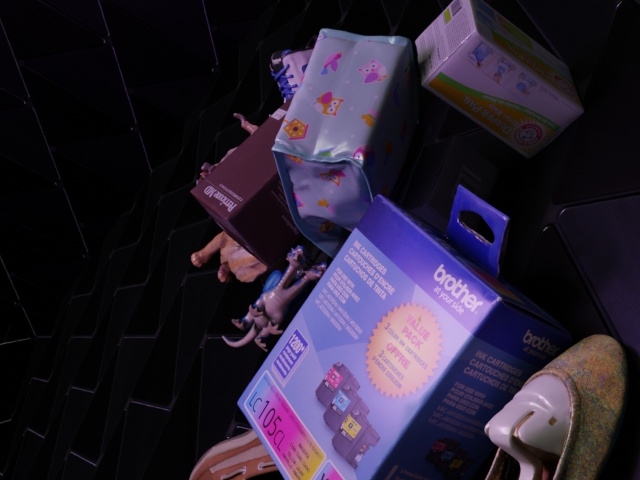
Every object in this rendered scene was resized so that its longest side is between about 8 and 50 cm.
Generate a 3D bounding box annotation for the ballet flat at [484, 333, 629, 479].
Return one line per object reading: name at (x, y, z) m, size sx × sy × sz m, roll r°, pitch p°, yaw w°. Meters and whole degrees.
ballet flat at (0.194, 0.235, 0.856) m, size 0.349 × 0.123 × 0.123 m, roll -65°, pitch 22°, yaw -11°

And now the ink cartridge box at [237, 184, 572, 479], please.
ink cartridge box at (0.103, 0.132, 1.057) m, size 0.395 × 0.151 × 0.270 m, roll -55°, pitch 39°, yaw 8°

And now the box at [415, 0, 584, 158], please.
box at (0.240, -0.220, 1.191) m, size 0.103 × 0.203 × 0.114 m, roll -44°, pitch 30°, yaw 33°

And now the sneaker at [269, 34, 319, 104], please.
sneaker at (-0.050, -0.325, 1.974) m, size 0.316 × 0.182 × 0.127 m, roll -64°, pitch 21°, yaw -8°

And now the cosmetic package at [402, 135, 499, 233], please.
cosmetic package at (0.144, -0.059, 1.336) m, size 0.238 × 0.107 × 0.127 m, roll -14°, pitch 47°, yaw 57°

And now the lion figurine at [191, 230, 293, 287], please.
lion figurine at (-0.128, -0.044, 1.866) m, size 0.240 × 0.142 × 0.392 m, roll -33°, pitch 30°, yaw 36°

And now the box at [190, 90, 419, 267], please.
box at (-0.031, -0.150, 1.602) m, size 0.381 × 0.143 × 0.191 m, roll -46°, pitch 33°, yaw -7°

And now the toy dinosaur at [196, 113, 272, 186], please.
toy dinosaur at (-0.095, -0.137, 1.753) m, size 0.127 × 0.295 × 0.200 m, roll -176°, pitch 99°, yaw -75°

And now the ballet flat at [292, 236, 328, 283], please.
ballet flat at (0.000, 0.000, 1.650) m, size 0.070 × 0.070 × 0.188 m, roll -18°, pitch 49°, yaw 59°

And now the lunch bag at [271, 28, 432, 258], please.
lunch bag at (0.052, -0.118, 1.219) m, size 0.160 × 0.262 × 0.223 m, roll 10°, pitch 60°, yaw 19°

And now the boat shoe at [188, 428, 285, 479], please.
boat shoe at (-0.100, 0.362, 1.332) m, size 0.324 × 0.122 × 0.120 m, roll -45°, pitch 30°, yaw 35°

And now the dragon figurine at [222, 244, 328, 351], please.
dragon figurine at (-0.079, 0.114, 1.595) m, size 0.144 × 0.085 × 0.289 m, roll -49°, pitch -2°, yaw -35°
